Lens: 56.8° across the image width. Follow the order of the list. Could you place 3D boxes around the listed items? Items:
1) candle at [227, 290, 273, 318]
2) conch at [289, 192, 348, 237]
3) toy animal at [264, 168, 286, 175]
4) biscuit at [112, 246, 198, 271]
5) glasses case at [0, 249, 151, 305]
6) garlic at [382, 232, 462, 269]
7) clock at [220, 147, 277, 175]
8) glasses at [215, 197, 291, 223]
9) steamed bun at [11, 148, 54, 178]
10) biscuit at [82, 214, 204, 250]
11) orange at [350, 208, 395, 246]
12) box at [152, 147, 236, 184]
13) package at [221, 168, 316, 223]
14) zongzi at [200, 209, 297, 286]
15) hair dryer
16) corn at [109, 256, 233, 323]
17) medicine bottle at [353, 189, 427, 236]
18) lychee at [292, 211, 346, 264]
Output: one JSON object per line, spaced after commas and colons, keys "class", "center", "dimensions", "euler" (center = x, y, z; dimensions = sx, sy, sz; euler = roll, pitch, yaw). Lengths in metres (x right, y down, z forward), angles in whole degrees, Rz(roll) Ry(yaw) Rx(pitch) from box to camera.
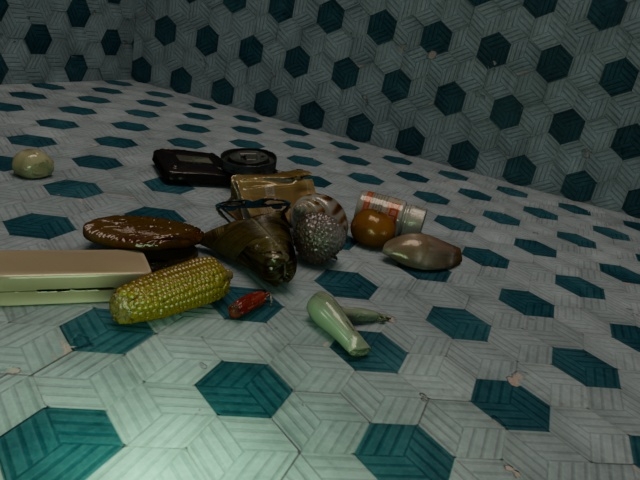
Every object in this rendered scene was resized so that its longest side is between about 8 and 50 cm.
{"class": "candle", "center": [-0.163, 0.152, 1.452], "dimensions": [0.048, 0.053, 0.162], "euler": [27, 22, 21]}
{"class": "conch", "center": [-0.012, -0.080, 1.990], "dimensions": [0.183, 0.148, 0.275], "euler": [24, 24, 30]}
{"class": "toy animal", "center": [-0.219, -0.250, 2.398], "dimensions": [0.195, 0.090, 0.324], "euler": [7, 19, -8]}
{"class": "biscuit", "center": [-0.448, 0.033, 1.613], "dimensions": [0.226, 0.042, 0.226], "euler": [8, 20, -3]}
{"class": "glasses case", "center": [-0.573, 0.082, 1.373], "dimensions": [0.336, 0.076, 0.144], "euler": [1, 23, -27]}
{"class": "garlic", "center": [0.358, 0.039, 1.979], "dimensions": [0.318, 0.112, 0.143], "euler": [11, 15, -34]}
{"class": "clock", "center": [-0.286, -0.315, 2.357], "dimensions": [0.226, 0.049, 0.226], "euler": [4, 26, -2]}
{"class": "glasses", "center": [-0.207, -0.064, 1.848], "dimensions": [0.239, 0.102, 0.207], "euler": [-4, 48, -6]}
{"class": "steamed bun", "center": [-0.990, -0.269, 2.032], "dimensions": [0.112, 0.091, 0.130], "euler": [22, 23, 29]}
{"class": "biscuit", "center": [-0.478, -0.025, 1.613], "dimensions": [0.318, 0.040, 0.318], "euler": [7, 11, -1]}
{"class": "orange", "center": [0.182, -0.045, 2.043], "dimensions": [0.156, 0.124, 0.156], "euler": [7, 21, -3]}
{"class": "box", "center": [-0.510, -0.295, 2.381], "dimensions": [0.290, 0.073, 0.289], "euler": [2, 24, -27]}
{"class": "package", "center": [-0.162, -0.159, 2.095], "dimensions": [0.311, 0.165, 0.221], "euler": [-5, 26, -35]}
{"class": "zongzi", "center": [-0.217, 0.031, 1.653], "dimensions": [0.288, 0.134, 0.286], "euler": [-6, 28, -7]}
{"class": "hair dryer", "center": [0.104, 0.207, 1.463], "dimensions": [0.237, 0.075, 0.206], "euler": [4, 28, -41]}
{"class": "corn", "center": [-0.334, 0.115, 1.372], "dimensions": [0.119, 0.119, 0.322], "euler": [26, 30, 32]}
{"class": "medicine bottle", "center": [0.256, -0.090, 2.173], "dimensions": [0.252, 0.144, 0.144], "euler": [15, 21, 8]}
{"class": "lychee", "center": [0.000, 0.000, 1.803], "dimensions": [0.165, 0.197, 0.165], "euler": [-27, 24, 13]}
